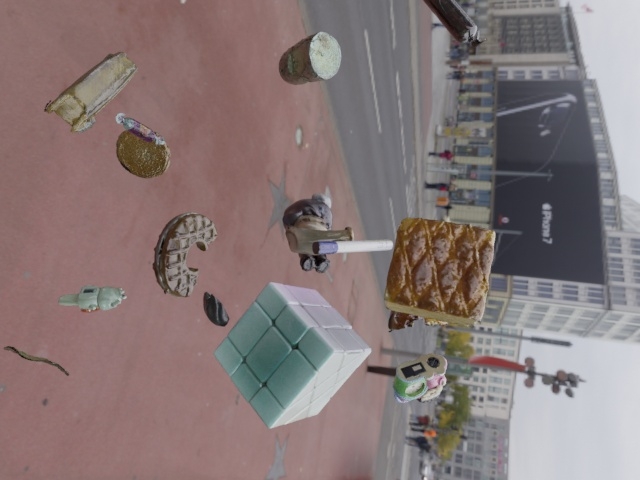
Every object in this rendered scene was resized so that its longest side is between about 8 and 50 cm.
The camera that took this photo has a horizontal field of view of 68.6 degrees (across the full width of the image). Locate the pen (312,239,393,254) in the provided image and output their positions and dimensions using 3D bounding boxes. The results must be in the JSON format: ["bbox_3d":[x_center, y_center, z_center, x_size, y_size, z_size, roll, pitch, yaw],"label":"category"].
[{"bbox_3d":[0.089,0.014,1.182,0.269,0.033,0.033,-2,99,-41],"label":"pen"}]

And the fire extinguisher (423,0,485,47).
[{"bbox_3d":[0.413,-0.694,1.448,0.268,0.072,0.089,56,-6,11],"label":"fire extinguisher"}]

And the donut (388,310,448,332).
[{"bbox_3d":[0.347,0.245,1.671,0.085,0.217,0.141,-88,174,-54],"label":"donut"}]

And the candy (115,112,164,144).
[{"bbox_3d":[-0.536,-0.327,1.391,0.175,0.043,0.045,31,49,-56],"label":"candy"}]

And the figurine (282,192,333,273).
[{"bbox_3d":[-0.042,-0.039,1.898,0.365,0.218,0.206,-108,-164,-62],"label":"figurine"}]

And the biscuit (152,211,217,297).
[{"bbox_3d":[-0.570,0.047,1.941,0.268,0.115,0.366,50,53,-59],"label":"biscuit"}]

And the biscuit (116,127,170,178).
[{"bbox_3d":[-0.733,-0.364,1.946,0.042,0.225,0.226,-104,-169,-66],"label":"biscuit"}]

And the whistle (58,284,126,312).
[{"bbox_3d":[-0.887,0.229,1.829,0.102,0.253,0.106,-123,-149,-79],"label":"whistle"}]

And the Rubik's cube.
[{"bbox_3d":[-0.085,0.361,1.519,0.322,0.316,0.318,-52,153,9],"label":"Rubik's cube"}]

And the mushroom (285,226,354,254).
[{"bbox_3d":[-0.004,0.003,1.658,0.108,0.246,0.096,-83,171,-73],"label":"mushroom"}]

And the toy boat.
[{"bbox_3d":[-0.777,-0.526,1.646,0.136,0.162,0.446,42,43,-24],"label":"toy boat"}]

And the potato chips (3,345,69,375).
[{"bbox_3d":[-0.833,0.351,1.380,0.026,0.209,0.142,-69,-170,-21],"label":"potato chips"}]

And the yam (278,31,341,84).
[{"bbox_3d":[-0.031,-0.594,1.546,0.254,0.153,0.154,21,-70,62],"label":"yam"}]

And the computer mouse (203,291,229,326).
[{"bbox_3d":[-0.324,0.215,1.425,0.047,0.079,0.135,-39,131,-35],"label":"computer mouse"}]

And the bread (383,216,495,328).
[{"bbox_3d":[0.344,0.091,1.376,0.207,0.279,0.279,54,51,-73],"label":"bread"}]

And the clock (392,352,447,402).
[{"bbox_3d":[0.346,0.498,1.642,0.100,0.193,0.196,-116,-166,-48],"label":"clock"}]
